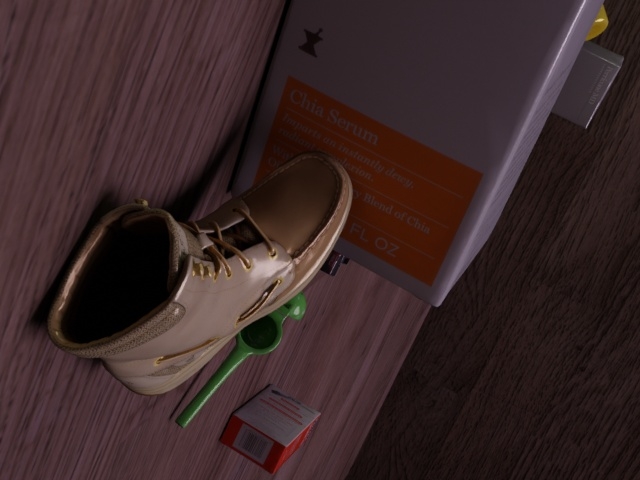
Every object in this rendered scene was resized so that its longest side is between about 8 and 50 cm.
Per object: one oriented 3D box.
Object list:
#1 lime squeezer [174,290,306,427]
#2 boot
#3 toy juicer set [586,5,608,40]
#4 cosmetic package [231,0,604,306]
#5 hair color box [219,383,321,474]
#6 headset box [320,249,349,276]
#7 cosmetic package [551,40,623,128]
[{"bbox_3d":[-0.078,0.107,1.292,0.110,0.059,0.310,-33,-172,34],"label":"lime squeezer"},{"bbox_3d":[-0.083,0.005,0.822,0.262,0.095,0.203,-42,164,-6],"label":"boot"},{"bbox_3d":[0.216,-0.269,1.466,0.329,0.089,0.209,-12,159,-24],"label":"toy juicer set"},{"bbox_3d":[0.108,-0.195,0.906,0.161,0.230,0.453,-44,159,-55],"label":"cosmetic package"},{"bbox_3d":[-0.071,0.275,1.565,0.053,0.093,0.167,-64,168,16],"label":"hair color box"},{"bbox_3d":[0.000,0.000,1.255,0.062,0.083,0.032,-62,168,-2],"label":"headset box"},{"bbox_3d":[0.383,-0.303,1.820,0.107,0.238,0.127,-40,155,-62],"label":"cosmetic package"}]
